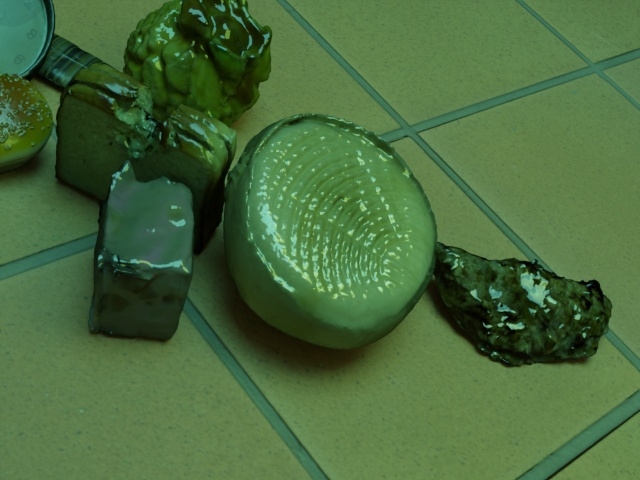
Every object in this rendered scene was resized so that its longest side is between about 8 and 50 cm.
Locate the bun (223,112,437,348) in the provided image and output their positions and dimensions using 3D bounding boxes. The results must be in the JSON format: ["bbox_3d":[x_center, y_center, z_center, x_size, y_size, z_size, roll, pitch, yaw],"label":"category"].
[{"bbox_3d":[-0.003,-0.002,1.553,0.364,0.202,0.365,16,58,-28],"label":"bun"}]

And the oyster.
[{"bbox_3d":[0.326,0.104,1.689,0.395,0.111,0.204,14,47,-18],"label":"oyster"}]

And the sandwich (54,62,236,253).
[{"bbox_3d":[-0.267,-0.129,1.526,0.273,0.249,0.095,27,56,3],"label":"sandwich"}]

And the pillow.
[{"bbox_3d":[-0.423,-0.295,1.767,0.203,0.038,0.113,29,43,3],"label":"pillow"}]

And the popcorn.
[{"bbox_3d":[-0.208,-0.309,1.745,0.224,0.270,0.258,41,89,20],"label":"popcorn"}]

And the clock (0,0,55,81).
[{"bbox_3d":[-0.570,-0.368,1.655,0.280,0.055,0.281,6,77,-30],"label":"clock"}]

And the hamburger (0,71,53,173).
[{"bbox_3d":[-0.520,-0.180,1.555,0.210,0.116,0.173,-19,61,-37],"label":"hamburger"}]

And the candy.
[{"bbox_3d":[-0.252,0.024,1.437,0.137,0.185,0.195,7,46,-13],"label":"candy"}]
